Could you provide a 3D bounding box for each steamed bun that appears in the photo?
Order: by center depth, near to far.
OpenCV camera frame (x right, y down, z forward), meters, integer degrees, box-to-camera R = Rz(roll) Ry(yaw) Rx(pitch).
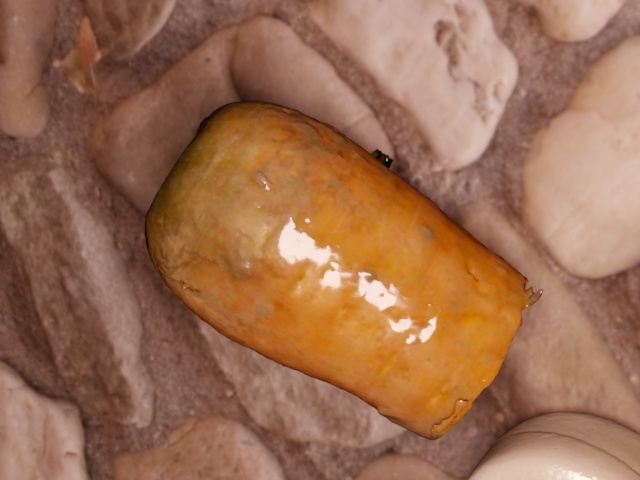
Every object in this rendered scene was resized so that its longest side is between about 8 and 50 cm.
[{"bbox_3d":[0.260,0.268,1.116,0.242,0.146,0.164,39,115,9],"label":"steamed bun"}]

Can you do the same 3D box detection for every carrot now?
[{"bbox_3d":[0.009,0.020,1.111,0.341,0.224,0.224,31,110,-3],"label":"carrot"}]

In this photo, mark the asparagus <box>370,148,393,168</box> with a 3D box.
[{"bbox_3d":[0.000,0.000,1.231,0.023,0.022,0.233,25,112,-32],"label":"asparagus"}]
